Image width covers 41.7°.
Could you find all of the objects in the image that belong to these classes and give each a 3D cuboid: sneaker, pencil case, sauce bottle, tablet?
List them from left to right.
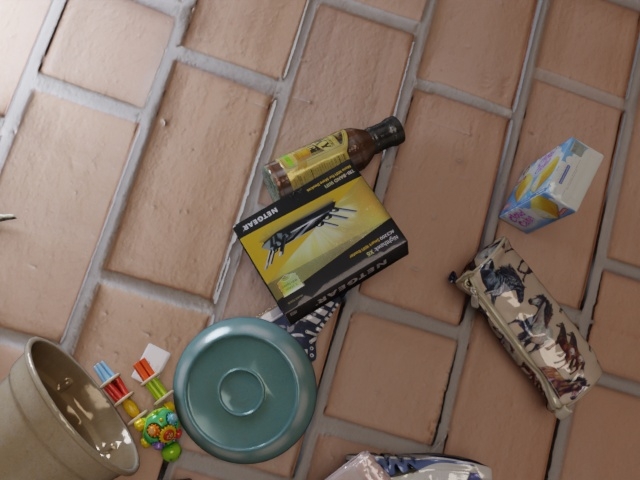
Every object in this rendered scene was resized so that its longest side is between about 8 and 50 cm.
[{"bbox_3d":[-0.371,0.274,1.839,0.054,0.006,0.083,27,75,-4],"label":"tablet"},{"bbox_3d":[-0.006,0.179,1.874,0.282,0.099,0.153,-29,82,-9],"label":"sneaker"},{"bbox_3d":[0.034,-0.193,1.950,0.344,0.111,0.111,-26,85,-16],"label":"sauce bottle"},{"bbox_3d":[0.208,0.561,1.838,0.315,0.127,0.182,3,83,-3],"label":"sneaker"},{"bbox_3d":[0.474,0.200,1.923,0.183,0.160,0.410,-35,87,-31],"label":"pencil case"}]

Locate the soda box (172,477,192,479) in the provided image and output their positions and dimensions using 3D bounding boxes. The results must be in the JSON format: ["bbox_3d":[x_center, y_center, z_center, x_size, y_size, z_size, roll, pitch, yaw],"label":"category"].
[{"bbox_3d":[-0.294,0.598,1.764,0.062,0.058,0.183,-4,79,-11],"label":"soda box"}]

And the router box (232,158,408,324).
[{"bbox_3d":[0.000,0.000,1.835,0.308,0.081,0.243,-31,67,-6],"label":"router box"}]

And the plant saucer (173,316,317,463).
[{"bbox_3d":[-0.167,0.323,1.799,0.317,0.044,0.318,0,87,7],"label":"plant saucer"}]

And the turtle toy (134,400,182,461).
[{"bbox_3d":[-0.331,0.410,1.778,0.095,0.066,0.130,-30,124,-28],"label":"turtle toy"}]

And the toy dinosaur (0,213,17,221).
[{"bbox_3d":[-0.799,-0.016,1.791,0.268,0.064,0.118,-38,102,-15],"label":"toy dinosaur"}]

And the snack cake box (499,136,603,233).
[{"bbox_3d":[0.529,-0.121,1.942,0.089,0.264,0.152,30,76,-3],"label":"snack cake box"}]

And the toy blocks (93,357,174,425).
[{"bbox_3d":[-0.405,0.302,1.798,0.123,0.054,0.148,-37,88,-6],"label":"toy blocks"}]

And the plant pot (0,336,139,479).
[{"bbox_3d":[-0.579,0.413,1.640,0.305,0.334,0.334,-38,88,-3],"label":"plant pot"}]

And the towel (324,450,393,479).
[{"bbox_3d":[0.084,0.654,1.756,0.317,0.053,0.332,-40,87,15],"label":"towel"}]
